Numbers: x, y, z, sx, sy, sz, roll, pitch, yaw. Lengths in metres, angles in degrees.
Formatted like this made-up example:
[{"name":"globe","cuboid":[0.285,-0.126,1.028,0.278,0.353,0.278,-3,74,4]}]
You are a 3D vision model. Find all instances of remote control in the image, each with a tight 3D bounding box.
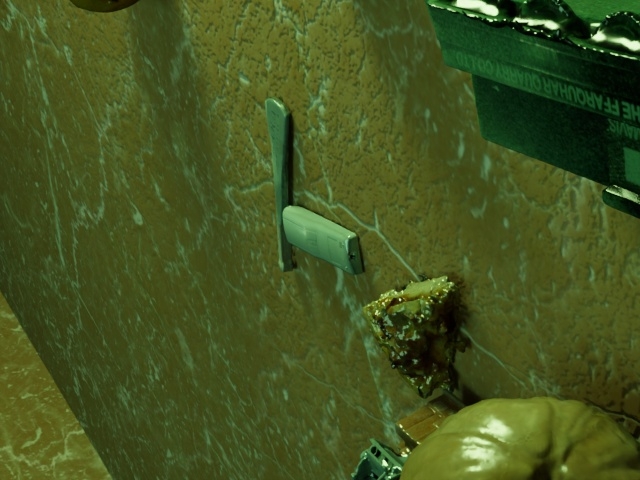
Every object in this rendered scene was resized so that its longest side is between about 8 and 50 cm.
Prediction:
[{"name":"remote control","cuboid":[0.000,0.000,1.608,0.162,0.029,0.061,27,135,54]}]

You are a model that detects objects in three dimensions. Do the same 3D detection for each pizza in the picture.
[{"name":"pizza","cuboid":[0.114,0.104,1.416,0.154,0.069,0.194,59,155,20]}]

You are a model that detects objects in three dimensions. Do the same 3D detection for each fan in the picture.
[{"name":"fan","cuboid":[-0.056,-0.073,1.672,0.057,0.023,0.282,41,143,42]}]

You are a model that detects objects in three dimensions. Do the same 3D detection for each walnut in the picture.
[{"name":"walnut","cuboid":[0.206,0.300,1.172,0.313,0.277,0.252,92,-177,-53]}]

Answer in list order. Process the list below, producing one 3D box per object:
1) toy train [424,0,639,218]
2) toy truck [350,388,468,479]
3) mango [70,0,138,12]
[{"name":"toy train","cuboid":[0.221,-0.126,0.947,0.330,0.138,0.178,31,141,53]},{"name":"toy truck","cuboid":[0.138,0.366,1.449,0.133,0.184,0.338,37,141,49]},{"name":"mango","cuboid":[-0.339,-0.430,1.797,0.248,0.156,0.151,42,180,40]}]
